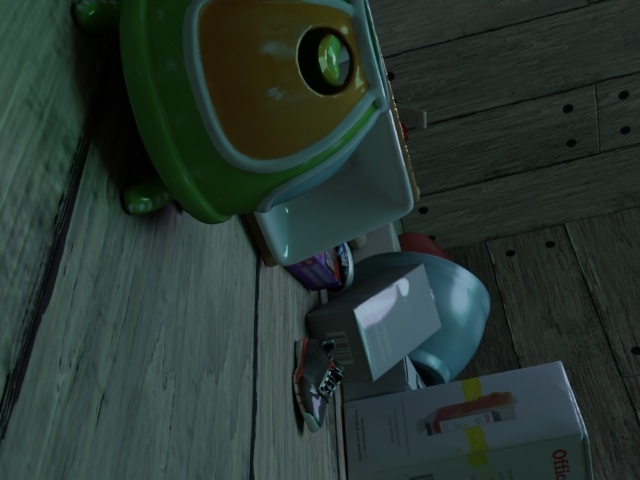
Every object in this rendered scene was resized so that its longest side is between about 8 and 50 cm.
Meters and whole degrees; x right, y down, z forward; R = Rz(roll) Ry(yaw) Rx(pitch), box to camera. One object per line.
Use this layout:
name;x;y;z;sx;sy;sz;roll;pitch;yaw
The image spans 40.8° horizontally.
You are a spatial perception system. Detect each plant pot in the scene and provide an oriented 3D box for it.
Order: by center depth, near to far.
plant pot;0.171;0.187;1.658;0.293;0.293;0.196;67;30;-48
plant pot;0.281;0.115;2.506;0.243;0.274;0.275;-104;177;-59

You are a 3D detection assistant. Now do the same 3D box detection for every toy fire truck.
toy fire truck;0.155;-0.288;1.994;0.217;0.158;0.246;57;10;-42

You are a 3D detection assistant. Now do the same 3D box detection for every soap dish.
soap dish;-0.013;-0.126;1.097;0.118;0.228;0.291;-118;-174;-50

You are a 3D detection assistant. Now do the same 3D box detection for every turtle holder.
turtle holder;-0.053;-0.138;0.798;0.320;0.227;0.244;46;32;-73

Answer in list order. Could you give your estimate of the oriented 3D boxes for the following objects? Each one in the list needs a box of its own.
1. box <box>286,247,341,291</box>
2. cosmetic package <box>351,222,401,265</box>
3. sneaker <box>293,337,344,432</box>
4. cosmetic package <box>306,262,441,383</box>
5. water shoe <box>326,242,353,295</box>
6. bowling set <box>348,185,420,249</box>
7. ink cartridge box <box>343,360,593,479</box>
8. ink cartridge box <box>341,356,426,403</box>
box;-0.034;-0.081;1.382;0.201;0.057;0.293;48;30;-71
cosmetic package;0.152;0.113;2.100;0.160;0.113;0.310;64;17;-54
sneaker;0.001;0.190;1.185;0.158;0.064;0.061;-94;167;-47
cosmetic package;0.094;0.134;1.421;0.238;0.107;0.127;-25;101;-54
water shoe;0.000;0.000;1.516;0.080;0.073;0.203;1;75;-54
bowling set;0.130;-0.139;2.080;0.154;0.199;0.287;63;13;-53
ink cartridge box;0.259;0.383;1.492;0.160;0.384;0.279;-93;167;-47
ink cartridge box;0.126;0.292;1.560;0.072;0.127;0.175;-92;158;-45
